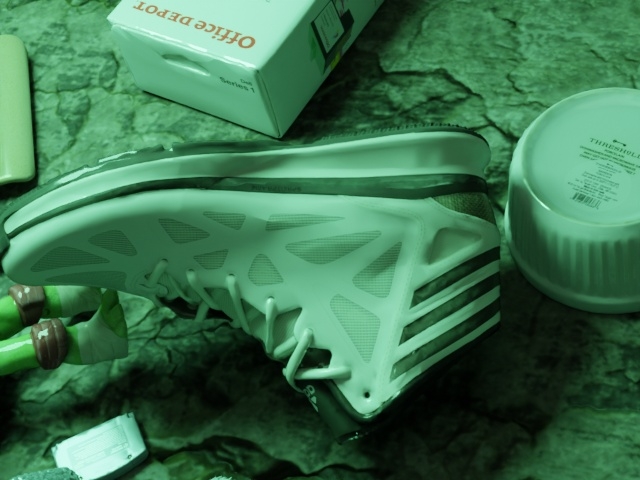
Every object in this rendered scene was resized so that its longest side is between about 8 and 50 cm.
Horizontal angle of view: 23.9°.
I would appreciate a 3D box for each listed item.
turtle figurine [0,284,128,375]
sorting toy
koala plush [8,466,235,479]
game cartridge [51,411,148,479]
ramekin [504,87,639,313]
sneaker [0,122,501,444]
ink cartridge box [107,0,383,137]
[{"bbox_3d":[-0.327,0.057,1.389,0.266,0.198,0.275,-15,92,-19],"label":"turtle figurine"},{"bbox_3d":[-0.422,-0.080,1.644,0.229,0.041,0.307,-13,55,3],"label":"sorting toy"},{"bbox_3d":[-0.142,0.283,1.235,0.221,0.203,0.196,-17,58,-26],"label":"koala plush"},{"bbox_3d":[-0.202,0.197,1.391,0.083,0.017,0.056,-23,48,-4],"label":"game cartridge"},{"bbox_3d":[0.271,-0.046,1.399,0.207,0.109,0.207,-6,53,8],"label":"ramekin"},{"bbox_3d":[-0.055,0.054,1.306,0.447,0.169,0.257,-8,75,-2],"label":"sneaker"},{"bbox_3d":[-0.064,-0.267,1.641,0.201,0.117,0.278,21,61,27],"label":"ink cartridge box"}]
